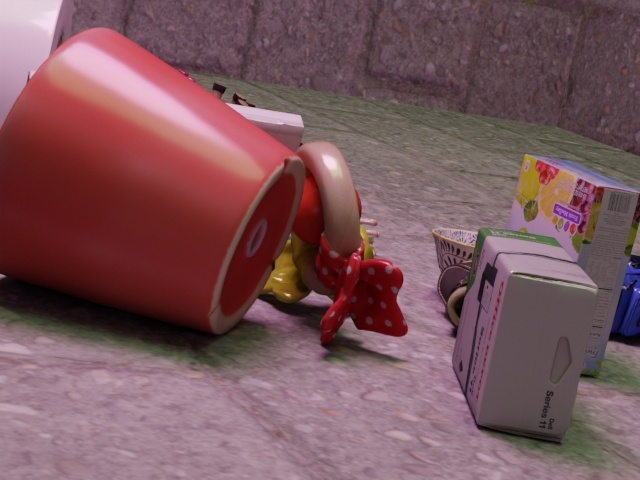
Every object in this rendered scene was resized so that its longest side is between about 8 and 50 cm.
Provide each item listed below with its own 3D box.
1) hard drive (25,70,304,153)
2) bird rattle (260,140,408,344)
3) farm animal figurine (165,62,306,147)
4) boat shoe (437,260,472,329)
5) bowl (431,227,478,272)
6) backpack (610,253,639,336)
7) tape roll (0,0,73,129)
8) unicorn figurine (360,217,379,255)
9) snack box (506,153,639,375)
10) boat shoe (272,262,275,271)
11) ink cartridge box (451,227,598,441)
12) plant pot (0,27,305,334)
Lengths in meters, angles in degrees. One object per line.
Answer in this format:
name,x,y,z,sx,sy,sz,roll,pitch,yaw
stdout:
hard drive,-0.193,-0.075,1.730,0.308,0.203,0.040,8,34,-17
bird rattle,0.000,0.000,1.602,0.143,0.206,0.253,-9,5,-7
farm animal figurine,-0.156,-0.106,2.057,0.327,0.172,0.330,31,11,25
boat shoe,0.175,0.071,1.690,0.073,0.080,0.223,12,15,-24
bowl,0.211,0.042,1.855,0.170,0.080,0.170,10,7,-1
backpack,0.365,0.068,1.851,0.120,0.097,0.101,6,16,-31
tape roll,-0.386,-0.197,1.931,0.100,0.286,0.286,11,11,-6
unicorn figurine,0.022,-0.013,2.033,0.111,0.060,0.162,10,-5,-4
snack box,0.265,0.024,1.683,0.070,0.207,0.174,7,11,-20
boat shoe,-0.093,0.023,1.761,0.142,0.049,0.040,9,45,-20
ink cartridge box,0.191,0.084,1.458,0.087,0.153,0.208,10,10,-4
plant pot,-0.164,-0.044,1.511,0.243,0.274,0.275,24,14,13
